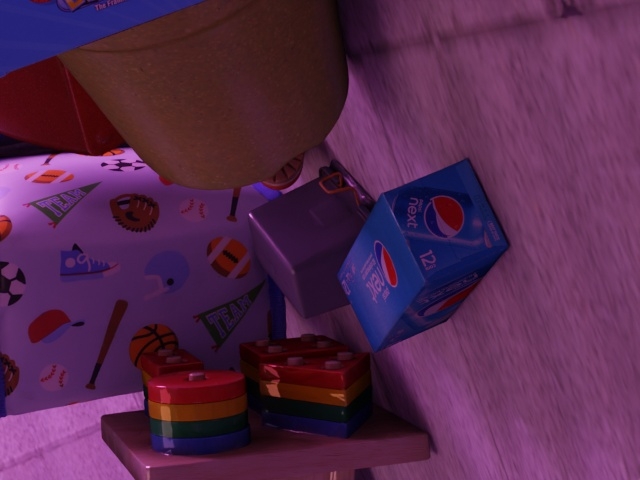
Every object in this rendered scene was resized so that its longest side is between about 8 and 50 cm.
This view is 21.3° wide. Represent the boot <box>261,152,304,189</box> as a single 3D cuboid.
[{"bbox_3d":[-0.041,-0.082,1.526,0.158,0.059,0.085,-107,2,-51],"label":"boot"}]

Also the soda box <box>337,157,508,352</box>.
[{"bbox_3d":[0.070,0.016,1.230,0.071,0.067,0.210,65,166,12],"label":"soda box"}]

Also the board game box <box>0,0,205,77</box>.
[{"bbox_3d":[-0.110,-0.256,1.000,0.308,0.302,0.086,55,161,43],"label":"board game box"}]

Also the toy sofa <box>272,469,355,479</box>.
[{"bbox_3d":[-0.042,0.262,1.949,0.362,0.177,0.150,-163,77,-73],"label":"toy sofa"}]

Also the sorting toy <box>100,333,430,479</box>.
[{"bbox_3d":[-0.061,0.151,1.590,0.255,0.257,0.089,-164,70,-73],"label":"sorting toy"}]

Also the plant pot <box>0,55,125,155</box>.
[{"bbox_3d":[-0.222,-0.236,1.621,0.236,0.267,0.267,38,150,39],"label":"plant pot"}]

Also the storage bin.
[{"bbox_3d":[0.000,0.000,1.427,0.135,0.091,0.098,49,157,51],"label":"storage bin"}]

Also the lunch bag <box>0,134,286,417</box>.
[{"bbox_3d":[-0.245,-0.004,1.819,0.385,0.327,0.239,-138,45,-62],"label":"lunch bag"}]

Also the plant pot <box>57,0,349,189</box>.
[{"bbox_3d":[-0.095,-0.179,1.228,0.276,0.276,0.254,57,174,38],"label":"plant pot"}]
